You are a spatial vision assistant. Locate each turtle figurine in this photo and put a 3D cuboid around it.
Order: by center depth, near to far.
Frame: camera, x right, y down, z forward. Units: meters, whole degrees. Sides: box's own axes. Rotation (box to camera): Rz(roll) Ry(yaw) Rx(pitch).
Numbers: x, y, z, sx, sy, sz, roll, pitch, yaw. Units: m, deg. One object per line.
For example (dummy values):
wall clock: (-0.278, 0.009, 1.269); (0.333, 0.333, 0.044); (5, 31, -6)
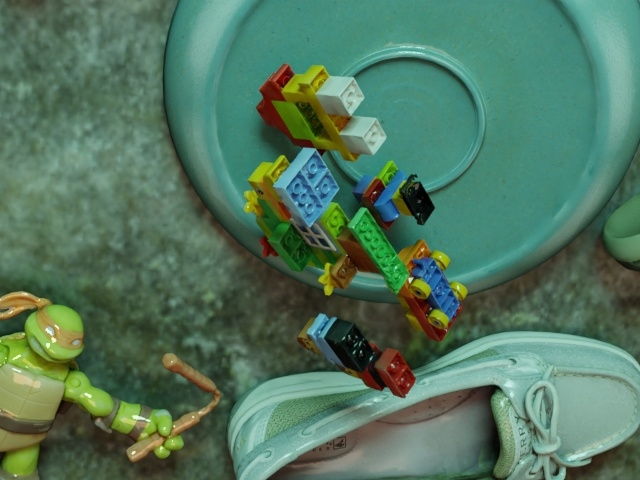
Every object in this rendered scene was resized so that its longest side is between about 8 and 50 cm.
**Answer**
turtle figurine: (-0.224, 0.112, 0.743); (0.269, 0.087, 0.217); (23, 114, -29)

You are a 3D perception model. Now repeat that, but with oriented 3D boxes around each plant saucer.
plant saucer: (0.054, -0.081, 0.696); (0.317, 0.044, 0.318); (2, 123, 2)

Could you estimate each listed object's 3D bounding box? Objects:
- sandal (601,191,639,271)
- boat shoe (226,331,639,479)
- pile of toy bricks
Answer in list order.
sandal: (0.305, -0.101, 0.742); (0.303, 0.120, 0.086); (-43, 96, 7)
boat shoe: (0.093, 0.143, 0.795); (0.320, 0.103, 0.118); (-4, 110, -8)
pile of toy bricks: (0.000, 0.000, 0.679); (0.118, 0.105, 0.212); (-53, 131, -25)
